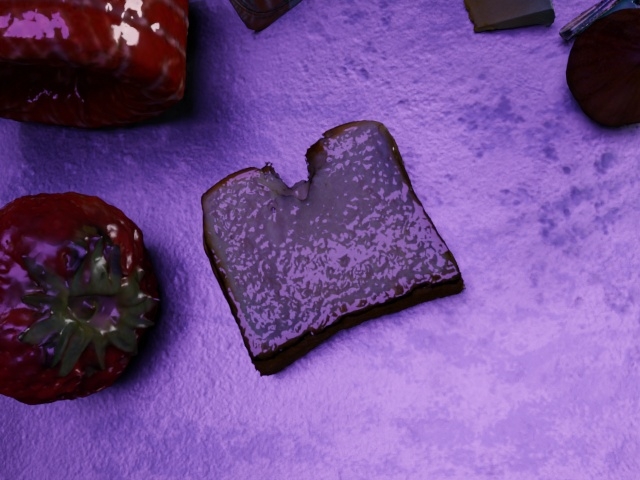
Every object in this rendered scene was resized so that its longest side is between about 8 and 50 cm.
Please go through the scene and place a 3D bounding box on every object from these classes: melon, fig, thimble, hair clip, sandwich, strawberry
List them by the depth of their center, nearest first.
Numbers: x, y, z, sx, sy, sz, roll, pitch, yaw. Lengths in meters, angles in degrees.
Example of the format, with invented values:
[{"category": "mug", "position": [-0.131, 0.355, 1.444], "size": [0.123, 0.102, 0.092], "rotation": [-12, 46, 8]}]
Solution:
[{"category": "fig", "position": [0.355, -0.196, 0.950], "size": [0.134, 0.201, 0.146], "rotation": [44, 101, -2]}, {"category": "sandwich", "position": [0.000, 0.000, 1.037], "size": [0.273, 0.095, 0.248], "rotation": [-24, 74, 5]}, {"category": "strawberry", "position": [-0.339, 0.058, 1.038], "size": [0.277, 0.257, 0.257], "rotation": [17, 81, 37]}, {"category": "thimble", "position": [-0.325, -0.276, 1.046], "size": [0.351, 0.350, 0.230], "rotation": [0, 82, 12]}, {"category": "hair clip", "position": [0.371, -0.294, 1.048], "size": [0.173, 0.049, 0.049], "rotation": [-38, 73, 7]}, {"category": "melon", "position": [0.205, -0.363, 1.108], "size": [0.114, 0.053, 0.261], "rotation": [-38, 68, 21]}]

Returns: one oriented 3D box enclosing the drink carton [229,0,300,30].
[{"category": "drink carton", "position": [-0.086, -0.421, 1.117], "size": [0.191, 0.185, 0.189], "rotation": [-38, 62, 4]}]
